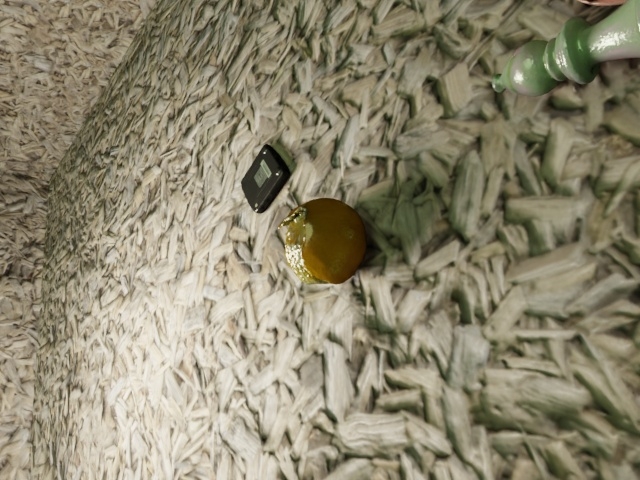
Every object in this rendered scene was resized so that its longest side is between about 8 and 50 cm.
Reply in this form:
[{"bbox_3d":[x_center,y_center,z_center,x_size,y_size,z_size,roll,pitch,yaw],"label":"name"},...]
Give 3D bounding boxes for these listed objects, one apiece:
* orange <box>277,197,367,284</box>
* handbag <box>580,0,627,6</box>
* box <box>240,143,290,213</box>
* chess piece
[{"bbox_3d":[0.000,0.000,0.772,0.157,0.134,0.156,-27,46,32],"label":"orange"},{"bbox_3d":[0.357,-0.373,0.539,0.205,0.116,0.179,22,92,48],"label":"handbag"},{"bbox_3d":[-0.128,-0.135,1.024,0.125,0.027,0.126,-52,46,20],"label":"box"},{"bbox_3d":[0.320,-0.225,0.540,0.272,0.139,0.139,-9,70,57],"label":"chess piece"}]
